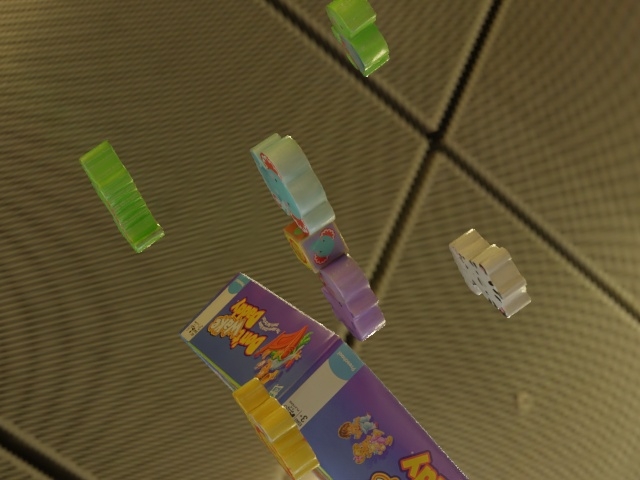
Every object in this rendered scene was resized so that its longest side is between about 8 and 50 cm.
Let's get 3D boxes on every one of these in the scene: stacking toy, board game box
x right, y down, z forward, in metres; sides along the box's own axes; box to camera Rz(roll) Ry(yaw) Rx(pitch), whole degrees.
[{"bbox_3d":[0.000,0.000,0.815,0.167,0.052,0.221,-35,-59,-10],"label":"stacking toy"},{"bbox_3d":[0.052,0.193,1.282,0.078,0.233,0.347,-44,-68,-8],"label":"board game box"}]
